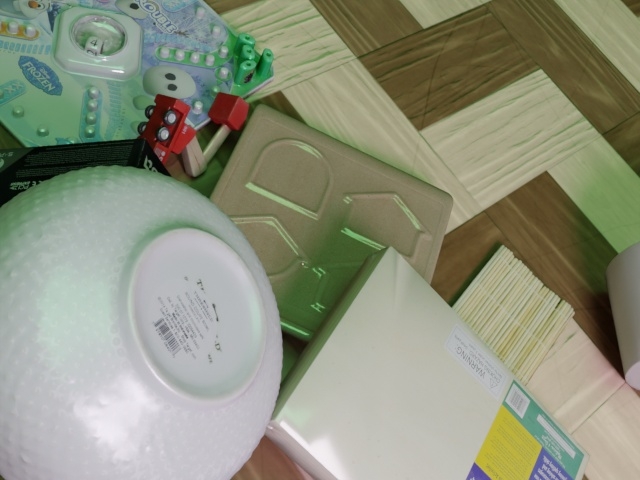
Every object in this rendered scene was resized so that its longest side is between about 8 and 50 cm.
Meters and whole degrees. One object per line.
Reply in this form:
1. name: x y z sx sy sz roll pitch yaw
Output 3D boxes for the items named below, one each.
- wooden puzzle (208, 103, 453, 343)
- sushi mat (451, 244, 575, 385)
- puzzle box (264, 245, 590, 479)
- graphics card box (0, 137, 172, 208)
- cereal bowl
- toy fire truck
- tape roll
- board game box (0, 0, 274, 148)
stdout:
1. wooden puzzle: 0.000 0.000 1.076 0.322 0.080 0.348 25 52 -6
2. sushi mat: 0.241 0.148 1.112 0.151 0.019 0.316 41 57 6
3. puzzle box: 0.143 0.241 0.933 0.409 0.052 0.272 46 54 -13
4. graphics card box: -0.315 0.063 0.850 0.232 0.094 0.371 -3 58 17
5. cereal bowl: -0.152 0.083 0.729 0.339 0.141 0.339 25 56 -44
6. toy fire truck: -0.186 -0.131 1.069 0.047 0.135 0.192 20 84 37
7. tape roll: 0.546 0.104 1.115 0.246 0.246 0.169 8 60 -16
8. board game box: -0.320 -0.297 1.135 0.390 0.050 0.390 44 57 8
